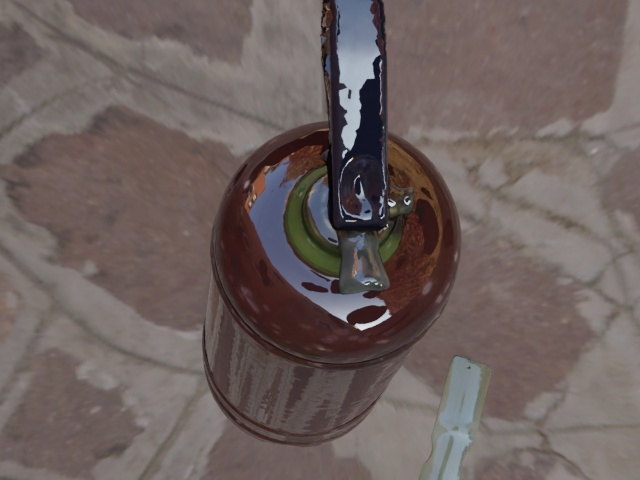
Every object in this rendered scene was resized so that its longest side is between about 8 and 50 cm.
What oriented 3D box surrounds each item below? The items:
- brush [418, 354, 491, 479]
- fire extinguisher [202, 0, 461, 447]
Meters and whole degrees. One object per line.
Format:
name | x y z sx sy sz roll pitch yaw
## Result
brush | 0.046 0.084 0.566 0.016 0.013 0.083 15 83 8
fire extinguisher | 0.000 0.000 0.668 0.102 0.344 0.138 -2 73 -6
